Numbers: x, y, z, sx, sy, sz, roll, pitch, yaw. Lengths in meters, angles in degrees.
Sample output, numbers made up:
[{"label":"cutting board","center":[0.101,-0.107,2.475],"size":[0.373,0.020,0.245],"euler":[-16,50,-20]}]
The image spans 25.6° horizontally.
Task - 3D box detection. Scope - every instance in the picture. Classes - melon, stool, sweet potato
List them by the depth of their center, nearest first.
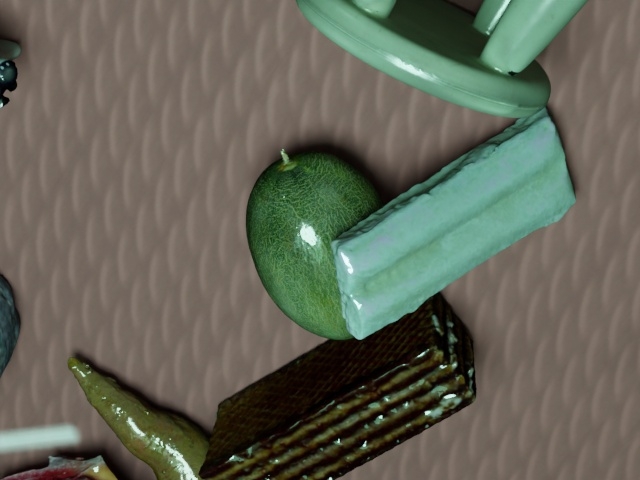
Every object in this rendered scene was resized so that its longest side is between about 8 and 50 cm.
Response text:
[{"label":"stool","center":[0.105,-0.213,0.963],"size":[0.195,0.195,0.198],"euler":[22,109,-6]},{"label":"melon","center":[0.000,0.000,1.111],"size":[0.114,0.114,0.167],"euler":[-19,115,13]},{"label":"sweet potato","center":[-0.133,0.177,1.234],"size":[0.068,0.068,0.226],"euler":[-34,101,19]}]

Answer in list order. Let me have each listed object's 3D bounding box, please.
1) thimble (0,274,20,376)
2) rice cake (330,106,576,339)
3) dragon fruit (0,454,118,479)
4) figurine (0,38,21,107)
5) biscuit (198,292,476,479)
[{"label":"thimble","center":[-0.333,0.079,1.185],"size":[0.150,0.098,0.150],"euler":[2,114,4]},{"label":"rice cake","center":[0.102,-0.014,1.074],"size":[0.226,0.040,0.085],"euler":[-32,116,-20]},{"label":"dragon fruit","center":[-0.218,0.356,1.223],"size":[0.250,0.269,0.291],"euler":[-10,111,20]},{"label":"figurine","center":[-0.312,-0.143,1.066],"size":[0.192,0.147,0.126],"euler":[17,136,17]},{"label":"biscuit","center":[0.012,0.140,1.179],"size":[0.252,0.106,0.070],"euler":[-31,110,19]}]
